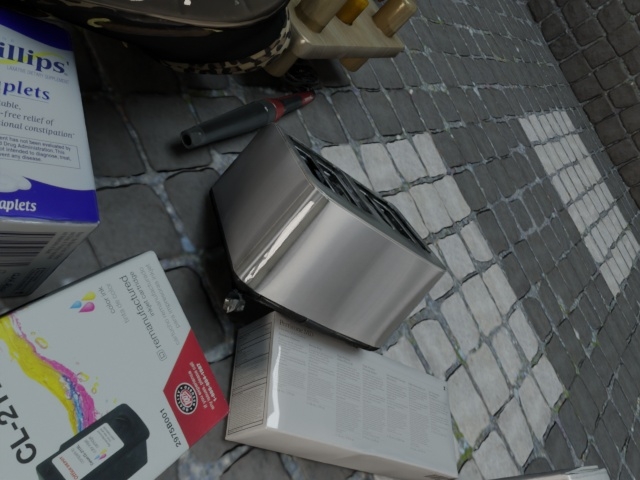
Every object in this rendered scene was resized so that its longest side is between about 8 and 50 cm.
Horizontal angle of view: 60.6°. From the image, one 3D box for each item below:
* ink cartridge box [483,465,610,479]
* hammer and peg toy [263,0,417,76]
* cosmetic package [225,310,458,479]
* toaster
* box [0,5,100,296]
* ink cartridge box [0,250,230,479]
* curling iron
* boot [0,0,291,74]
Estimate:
[{"bbox_3d":[0.215,0.338,0.516,0.092,0.159,0.217,17,55,-40],"label":"ink cartridge box"},{"bbox_3d":[-0.048,-0.376,0.678,0.361,0.127,0.266,56,36,6],"label":"hammer and peg toy"},{"bbox_3d":[0.029,0.155,0.508,0.239,0.060,0.098,29,49,-33],"label":"cosmetic package"},{"bbox_3d":[0.000,0.000,0.485,0.168,0.110,0.185,29,19,-32],"label":"toaster"},{"bbox_3d":[-0.200,-0.048,0.333,0.072,0.126,0.137,2,66,-45],"label":"box"},{"bbox_3d":[-0.155,0.099,0.318,0.175,0.072,0.127,-34,103,-52],"label":"ink cartridge box"},{"bbox_3d":[-0.072,-0.153,0.614,0.068,0.035,0.274,48,39,-8],"label":"curling iron"},{"bbox_3d":[-0.189,-0.221,0.404,0.378,0.138,0.284,12,10,-2],"label":"boot"}]
